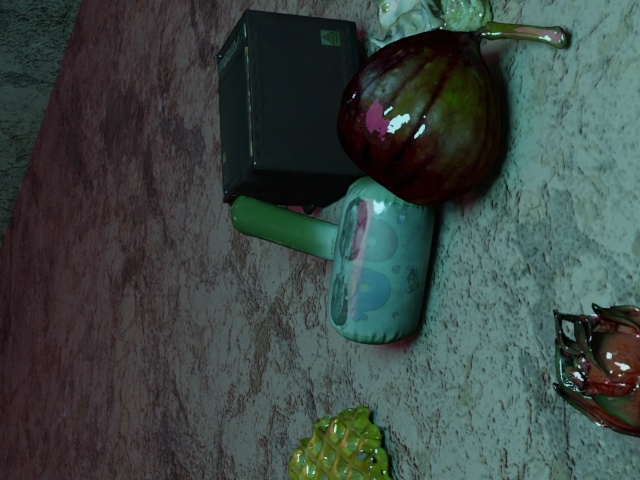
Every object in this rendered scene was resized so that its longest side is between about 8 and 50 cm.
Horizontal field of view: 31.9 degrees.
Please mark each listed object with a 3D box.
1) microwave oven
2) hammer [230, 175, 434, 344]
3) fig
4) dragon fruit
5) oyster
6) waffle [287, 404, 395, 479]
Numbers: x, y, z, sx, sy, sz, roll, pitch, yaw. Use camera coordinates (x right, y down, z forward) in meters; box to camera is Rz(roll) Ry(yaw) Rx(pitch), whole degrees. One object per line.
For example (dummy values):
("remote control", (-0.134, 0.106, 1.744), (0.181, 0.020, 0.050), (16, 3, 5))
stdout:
("microwave oven", (-0.040, -0.179, 1.585), (0.178, 0.188, 0.248), (147, 121, -62))
("hammer", (0.000, 0.000, 1.449), (0.335, 0.118, 0.207), (19, 102, 44))
("fig", (0.130, -0.172, 1.271), (0.204, 0.186, 0.250), (-102, 35, -67))
("dragon fruit", (0.270, 0.108, 0.970), (0.142, 0.121, 0.130), (0, 109, 24))
("oyster", (0.117, -0.337, 1.406), (0.214, 0.083, 0.223), (-2, 102, 65))
("waffle", (0.025, 0.350, 1.466), (0.245, 0.052, 0.254), (-43, 46, 49))
